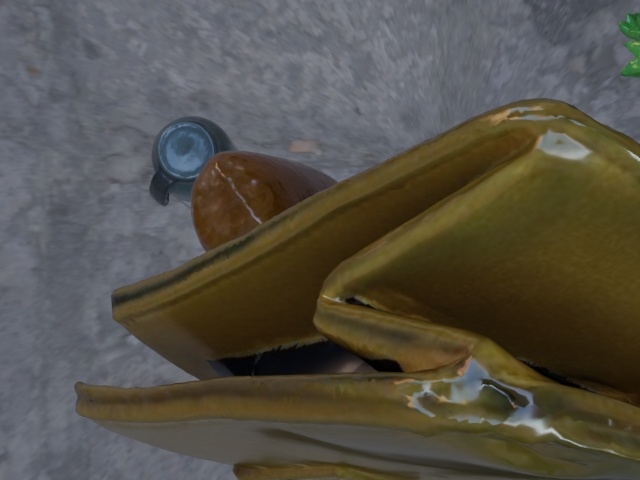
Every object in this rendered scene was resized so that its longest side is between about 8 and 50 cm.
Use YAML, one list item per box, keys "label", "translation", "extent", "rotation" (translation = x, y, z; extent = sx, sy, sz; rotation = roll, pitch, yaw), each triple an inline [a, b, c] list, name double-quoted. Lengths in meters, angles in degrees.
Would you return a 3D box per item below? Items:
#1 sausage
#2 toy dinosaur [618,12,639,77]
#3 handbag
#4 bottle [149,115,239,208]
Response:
- label: "sausage"
  translation: [-0.022, -0.011, 1.009]
  extent: [0.098, 0.238, 0.098]
  rotation: [-2, 85, 20]
- label: "toy dinosaur"
  translation: [0.505, -0.162, 1.393]
  extent: [0.500, 0.374, 0.144]
  rotation: [35, 111, 33]
- label: "handbag"
  translation: [0.125, 0.085, 0.600]
  extent: [0.401, 0.283, 0.133]
  rotation: [23, 62, -32]
- label: "bottle"
  translation: [-0.120, -0.064, 1.401]
  extent: [0.079, 0.253, 0.096]
  rotation: [42, 87, 6]
